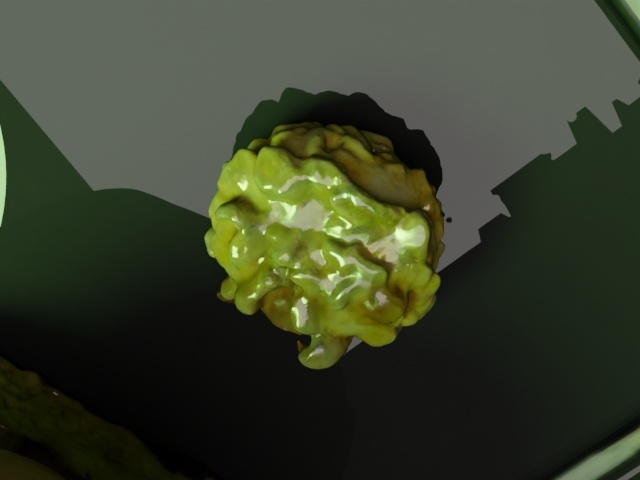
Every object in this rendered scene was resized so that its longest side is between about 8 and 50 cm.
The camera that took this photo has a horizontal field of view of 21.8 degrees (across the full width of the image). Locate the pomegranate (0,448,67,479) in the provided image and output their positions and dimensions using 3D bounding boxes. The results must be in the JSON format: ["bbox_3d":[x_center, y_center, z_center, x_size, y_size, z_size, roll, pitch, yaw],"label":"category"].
[{"bbox_3d":[-0.115,0.166,0.482,0.209,0.209,0.209,1,108,4],"label":"pomegranate"}]

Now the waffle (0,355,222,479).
[{"bbox_3d":[-0.129,0.155,0.612,0.160,0.055,0.211,33,108,-7],"label":"waffle"}]

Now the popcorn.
[{"bbox_3d":[0.000,0.000,0.551,0.083,0.057,0.082,-33,101,16],"label":"popcorn"}]
